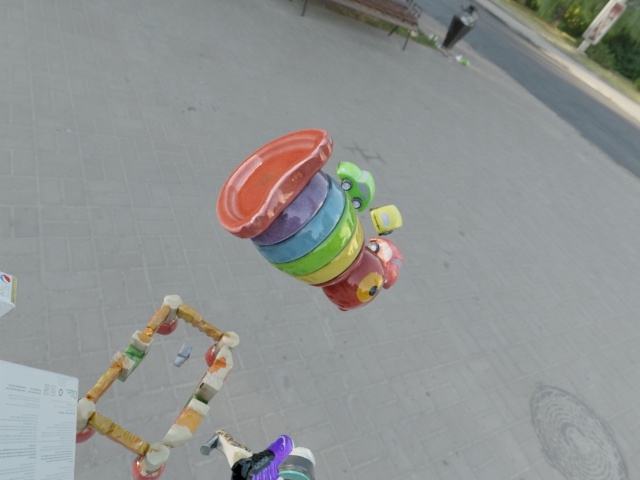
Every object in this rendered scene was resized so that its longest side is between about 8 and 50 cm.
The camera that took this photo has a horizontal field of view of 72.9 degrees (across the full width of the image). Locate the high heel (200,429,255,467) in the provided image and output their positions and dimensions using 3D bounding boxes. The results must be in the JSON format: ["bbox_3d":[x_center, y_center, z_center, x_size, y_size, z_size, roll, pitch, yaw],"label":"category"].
[{"bbox_3d":[-0.299,0.784,1.621,0.261,0.093,0.186,16,-4,9],"label":"high heel"}]

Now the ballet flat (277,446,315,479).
[{"bbox_3d":[-0.041,0.446,0.843,0.074,0.203,0.074,-3,46,3],"label":"ballet flat"}]

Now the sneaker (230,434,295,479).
[{"bbox_3d":[-0.193,0.704,1.329,0.146,0.102,0.293,58,45,-19],"label":"sneaker"}]

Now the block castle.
[{"bbox_3d":[-0.461,0.413,1.253,0.303,0.213,0.453,33,43,-4],"label":"block castle"}]

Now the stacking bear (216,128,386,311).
[{"bbox_3d":[0.000,0.000,0.648,0.289,0.175,0.164,48,-14,-34],"label":"stacking bear"}]

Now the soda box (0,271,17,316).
[{"bbox_3d":[-0.673,0.139,0.802,0.069,0.216,0.074,47,11,-53],"label":"soda box"}]

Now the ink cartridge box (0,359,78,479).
[{"bbox_3d":[-0.568,0.414,0.821,0.071,0.324,0.330,-7,66,-7],"label":"ink cartridge box"}]

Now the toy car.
[{"bbox_3d":[0.102,-0.056,0.824,0.225,0.053,0.239,58,24,-26],"label":"toy car"}]
